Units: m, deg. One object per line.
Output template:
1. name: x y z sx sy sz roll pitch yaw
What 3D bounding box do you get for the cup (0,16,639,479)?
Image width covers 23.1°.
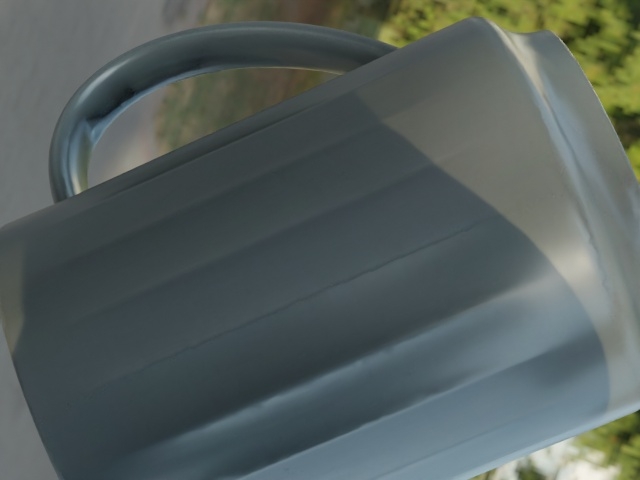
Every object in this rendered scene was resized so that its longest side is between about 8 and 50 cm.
1. cup: 0.000 0.000 0.898 0.237 0.326 0.323 60 7 -65
